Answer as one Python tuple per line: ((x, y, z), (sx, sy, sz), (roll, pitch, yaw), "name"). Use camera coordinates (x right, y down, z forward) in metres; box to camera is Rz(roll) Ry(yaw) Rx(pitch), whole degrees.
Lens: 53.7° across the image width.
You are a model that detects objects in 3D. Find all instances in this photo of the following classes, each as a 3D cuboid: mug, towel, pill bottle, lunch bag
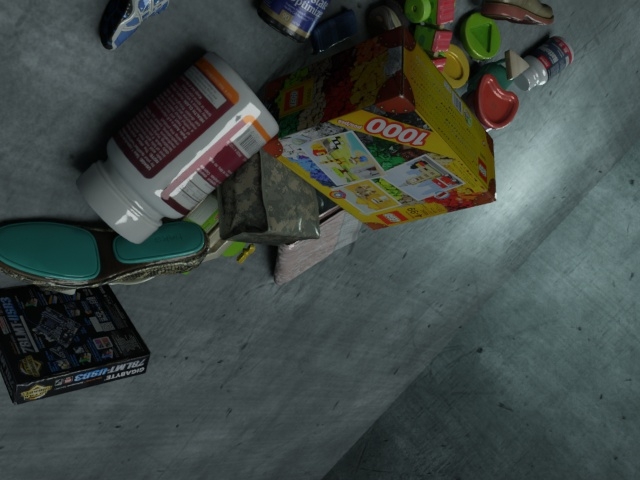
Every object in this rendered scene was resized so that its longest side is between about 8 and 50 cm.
((0.518, -0.487, 1.920), (0.157, 0.097, 0.129), (-50, -178, 1), "mug")
((0.000, 0.000, 1.919), (0.317, 0.053, 0.332), (-31, 164, -18), "towel")
((-0.028, -0.534, 1.312), (0.123, 0.123, 0.219), (9, 122, -50), "pill bottle")
((0.031, -0.497, 1.498), (0.120, 0.029, 0.067), (-31, 145, -14), "towel")
((0.712, -0.564, 2.037), (0.180, 0.108, 0.108), (-38, 146, -7), "pill bottle")
((-0.133, -0.140, 1.555), (0.169, 0.286, 0.235), (-9, 172, 31), "lunch bag")
((-0.301, -0.189, 1.338), (0.392, 0.224, 0.224), (-41, 147, 0), "pill bottle")

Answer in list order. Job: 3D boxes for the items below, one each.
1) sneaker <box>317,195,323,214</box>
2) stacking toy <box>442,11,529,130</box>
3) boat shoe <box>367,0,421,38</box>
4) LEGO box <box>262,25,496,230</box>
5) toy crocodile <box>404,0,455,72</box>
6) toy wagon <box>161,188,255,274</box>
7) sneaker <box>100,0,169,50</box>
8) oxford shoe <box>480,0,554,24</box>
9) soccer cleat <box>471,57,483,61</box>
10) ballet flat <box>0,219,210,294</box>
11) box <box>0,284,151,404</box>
((-0.090, -0.088, 1.797), (0.235, 0.090, 0.094), (-23, 133, -28), "sneaker")
((0.428, -0.469, 1.803), (0.309, 0.130, 0.279), (40, 68, -21), "stacking toy")
((0.231, -0.472, 1.638), (0.130, 0.132, 0.355), (-39, 147, -8), "boat shoe")
((0.156, -0.237, 1.538), (0.373, 0.193, 0.500), (-14, 150, 33), "LEGO box")
((0.265, -0.489, 1.498), (0.115, 0.105, 0.340), (-21, 127, -37), "toy crocodile")
((-0.298, -0.029, 1.666), (0.267, 0.068, 0.344), (-45, 147, 6), "toy wagon")
((-0.328, -0.433, 1.163), (0.211, 0.080, 0.081), (-50, 143, 14), "sneaker")
((0.571, -0.674, 1.766), (0.348, 0.123, 0.130), (-16, 116, -50), "oxford shoe")
((0.489, -0.551, 1.892), (0.083, 0.035, 0.029), (-22, 142, -27), "soccer cleat")
((-0.497, 0.049, 1.446), (0.483, 0.164, 0.182), (-4, 150, -27), "ballet flat")
((-0.585, 0.211, 1.442), (0.293, 0.295, 0.073), (-9, 132, -41), "box")
